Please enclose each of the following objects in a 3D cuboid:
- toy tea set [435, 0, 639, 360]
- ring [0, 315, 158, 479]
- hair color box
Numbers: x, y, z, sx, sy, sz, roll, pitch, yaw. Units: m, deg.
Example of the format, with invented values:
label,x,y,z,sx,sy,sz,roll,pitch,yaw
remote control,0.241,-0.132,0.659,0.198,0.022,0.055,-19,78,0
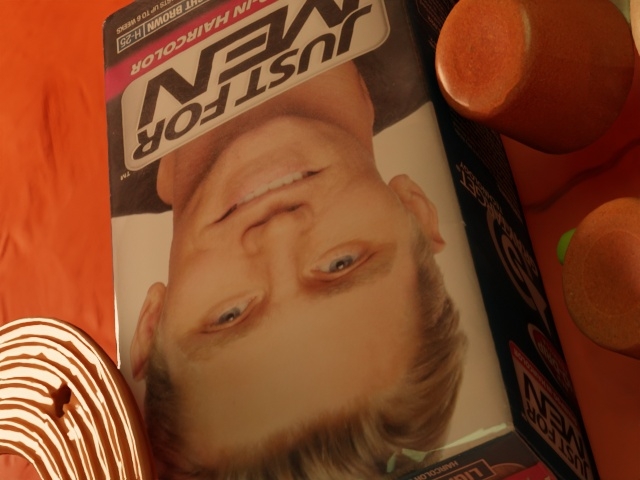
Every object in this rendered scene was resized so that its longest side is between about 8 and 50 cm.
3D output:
label,x,y,z,sx,sy,sz,roll,pitch,yaw
toy tea set,0.184,-0.016,0.602,0.200,0.124,0.336,-51,50,31
ring,-0.146,0.198,0.643,0.336,0.032,0.337,-32,49,45
hair color box,0.000,0.000,0.719,0.173,0.105,0.347,-26,46,17
